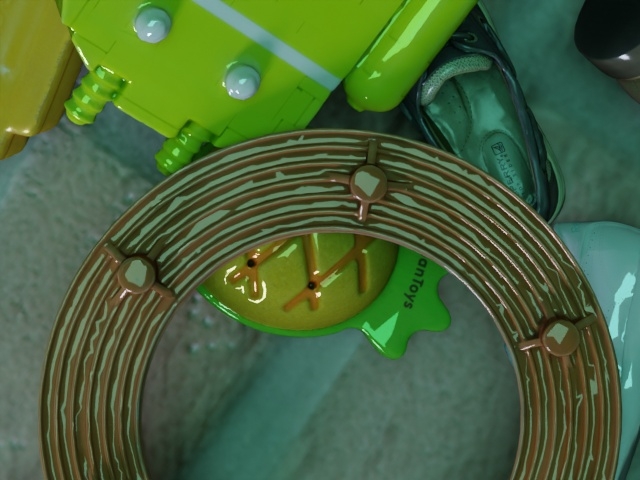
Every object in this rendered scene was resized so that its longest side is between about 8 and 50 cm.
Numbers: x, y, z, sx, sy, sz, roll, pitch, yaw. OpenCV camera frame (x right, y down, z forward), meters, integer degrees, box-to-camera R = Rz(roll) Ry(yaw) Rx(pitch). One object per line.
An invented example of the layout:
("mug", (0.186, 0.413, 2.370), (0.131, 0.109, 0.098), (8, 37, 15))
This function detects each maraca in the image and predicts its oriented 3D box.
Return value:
("maraca", (0.000, 0.000, 0.973), (0.186, 0.099, 0.127), (20, 86, -9))

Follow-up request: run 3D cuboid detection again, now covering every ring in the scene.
("ring", (0.007, 0.104, 0.915), (0.336, 0.032, 0.336), (0, 96, -1))

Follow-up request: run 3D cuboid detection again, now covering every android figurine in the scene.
("android figurine", (-0.035, -0.160, 0.886), (0.248, 0.056, 0.273), (32, 103, -28))

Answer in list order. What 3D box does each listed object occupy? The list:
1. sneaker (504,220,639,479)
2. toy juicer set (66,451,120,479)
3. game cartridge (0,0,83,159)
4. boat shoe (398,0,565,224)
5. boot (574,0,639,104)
("sneaker", (0.154, 0.091, 0.990), (0.094, 0.080, 0.212), (14, 87, 14))
("toy juicer set", (-0.181, 0.298, 0.991), (0.209, 0.089, 0.329), (-14, 100, -1))
("game cartridge", (-0.255, -0.235, 0.936), (0.324, 0.053, 0.285), (29, 110, 11))
("boat shoe", (0.081, -0.102, 0.977), (0.080, 0.073, 0.223), (-30, 91, 3))
("boot", (0.280, -0.203, 0.971), (0.115, 0.112, 0.305), (36, 89, -30))
